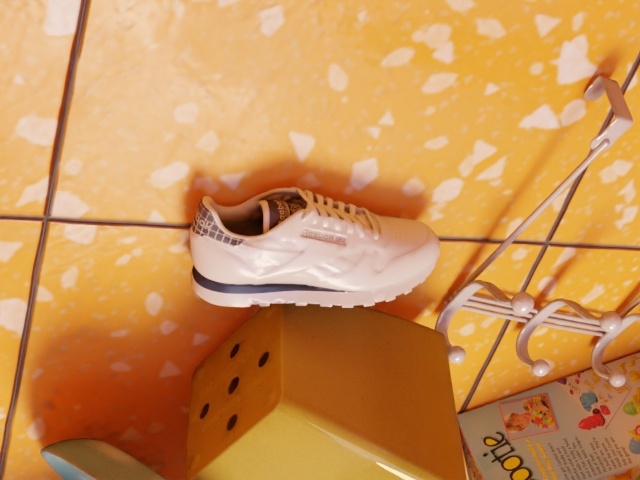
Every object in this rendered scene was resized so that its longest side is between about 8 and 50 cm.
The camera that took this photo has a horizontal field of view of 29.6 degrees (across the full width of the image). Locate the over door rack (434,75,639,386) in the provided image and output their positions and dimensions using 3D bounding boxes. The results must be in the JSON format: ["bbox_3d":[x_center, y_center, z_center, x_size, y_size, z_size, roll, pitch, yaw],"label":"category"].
[{"bbox_3d":[0.290,0.018,1.187,0.239,0.108,0.324,12,125,-29],"label":"over door rack"}]

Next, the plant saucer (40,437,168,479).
[{"bbox_3d":[-0.135,0.287,1.177,0.044,0.317,0.318,-51,137,-20],"label":"plant saucer"}]

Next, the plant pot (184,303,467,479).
[{"bbox_3d":[-0.011,0.177,1.149,0.187,0.212,0.212,31,123,-26],"label":"plant pot"}]

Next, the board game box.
[{"bbox_3d":[0.313,0.246,1.374,0.275,0.144,0.142,-18,134,-3],"label":"board game box"}]

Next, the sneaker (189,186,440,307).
[{"bbox_3d":[0.000,0.000,1.085,0.235,0.090,0.095,-5,122,-17],"label":"sneaker"}]
